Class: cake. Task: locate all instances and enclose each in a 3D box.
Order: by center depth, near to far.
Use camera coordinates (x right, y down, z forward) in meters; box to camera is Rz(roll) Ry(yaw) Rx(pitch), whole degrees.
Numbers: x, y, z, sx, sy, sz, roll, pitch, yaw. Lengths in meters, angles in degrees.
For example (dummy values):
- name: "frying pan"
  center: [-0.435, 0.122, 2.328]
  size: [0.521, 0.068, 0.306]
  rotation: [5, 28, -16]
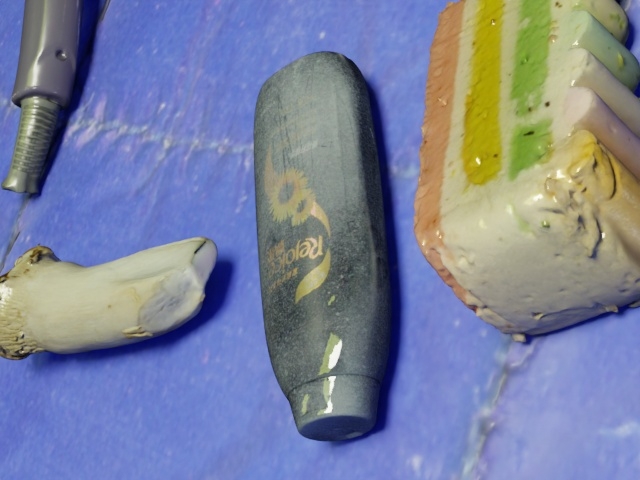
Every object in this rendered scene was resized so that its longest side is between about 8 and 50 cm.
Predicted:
- name: "cake"
  center: [0.102, -0.071, 0.596]
  size: [0.109, 0.090, 0.225]
  rotation: [-30, 51, 36]

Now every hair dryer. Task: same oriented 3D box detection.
- name: "hair dryer"
  center: [-0.258, -0.206, 1.010]
  size: [0.301, 0.121, 0.361]
  rotation: [-21, 62, 46]

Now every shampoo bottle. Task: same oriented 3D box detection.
- name: "shampoo bottle"
  center: [0.000, 0.000, 0.685]
  size: [0.087, 0.049, 0.234]
  rotation: [-27, 54, 35]

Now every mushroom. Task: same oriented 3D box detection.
- name: "mushroom"
  center: [-0.147, 0.037, 0.801]
  size: [0.209, 0.071, 0.084]
  rotation: [-9, 33, 38]
